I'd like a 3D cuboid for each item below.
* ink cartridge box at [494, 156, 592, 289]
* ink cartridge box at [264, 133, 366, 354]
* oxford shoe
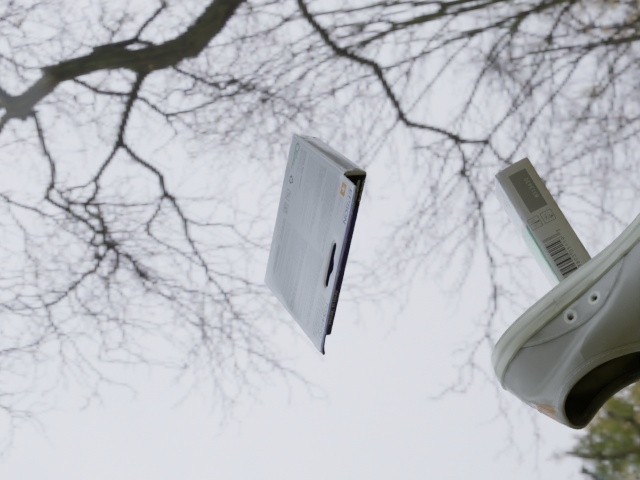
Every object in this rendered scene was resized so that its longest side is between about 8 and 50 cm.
[{"bbox_3d":[0.292,0.014,1.306,0.181,0.056,0.225,62,179,21],"label":"ink cartridge box"},{"bbox_3d":[0.000,0.000,1.276,0.045,0.224,0.223,3,-69,-24],"label":"ink cartridge box"},{"bbox_3d":[0.373,0.035,1.036,0.169,0.449,0.130,25,-155,-49],"label":"oxford shoe"}]
